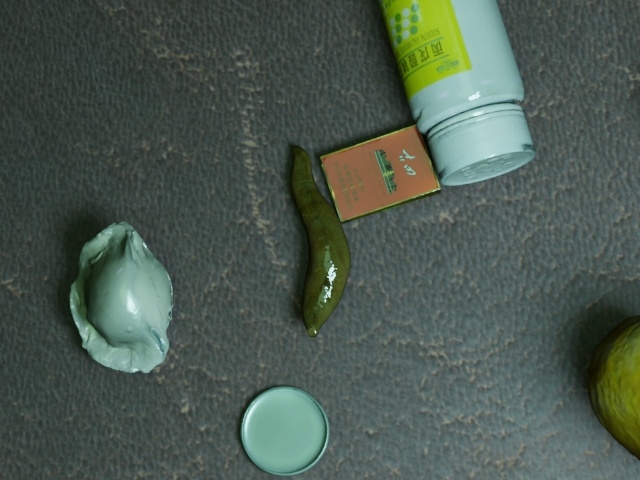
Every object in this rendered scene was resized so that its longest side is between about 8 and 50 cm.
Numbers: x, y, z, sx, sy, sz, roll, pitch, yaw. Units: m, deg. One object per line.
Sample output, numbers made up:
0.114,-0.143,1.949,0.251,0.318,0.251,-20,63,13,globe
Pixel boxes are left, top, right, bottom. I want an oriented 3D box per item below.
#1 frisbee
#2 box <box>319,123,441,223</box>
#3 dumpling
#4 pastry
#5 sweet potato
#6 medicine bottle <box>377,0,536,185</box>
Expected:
-0.043,0.233,1.979,0.110,0.014,0.110,-1,80,5,frisbee
0.074,-0.082,2.013,0.133,0.023,0.090,-17,81,4,box
-0.248,0.072,1.990,0.127,0.108,0.188,-9,94,31,dumpling
0.446,0.213,1.775,0.356,0.356,0.164,35,93,11,pastry
0.002,-0.002,1.993,0.069,0.059,0.249,-11,75,17,sweet potato
0.168,-0.206,1.962,0.143,0.143,0.258,-17,80,4,medicine bottle
